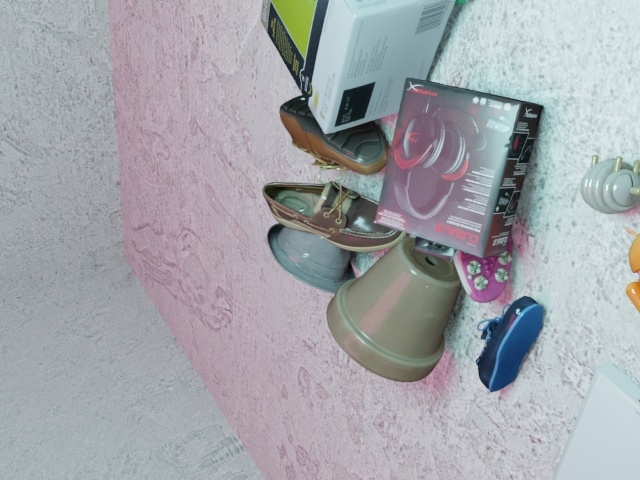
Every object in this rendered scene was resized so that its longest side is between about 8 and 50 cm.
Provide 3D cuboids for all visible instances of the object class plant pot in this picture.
[{"bbox_3d":[0.175,0.121,1.697,0.263,0.263,0.229,53,128,34],"label":"plant pot"}]

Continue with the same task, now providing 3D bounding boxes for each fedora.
[{"bbox_3d":[0.000,0.000,1.965,0.124,0.244,0.275,-61,8,19],"label":"fedora"}]

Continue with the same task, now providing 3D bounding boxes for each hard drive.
[{"bbox_3d":[0.513,0.385,1.399,0.203,0.040,0.307,46,142,41],"label":"hard drive"}]

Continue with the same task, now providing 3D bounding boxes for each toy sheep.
[{"bbox_3d":[0.439,-0.082,1.228,0.132,0.091,0.091,-146,44,-77],"label":"toy sheep"}]

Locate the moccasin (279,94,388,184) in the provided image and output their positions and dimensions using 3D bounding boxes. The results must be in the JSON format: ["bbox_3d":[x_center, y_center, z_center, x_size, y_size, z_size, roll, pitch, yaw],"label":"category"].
[{"bbox_3d":[0.028,-0.218,1.861,0.380,0.139,0.147,28,143,49],"label":"moccasin"}]

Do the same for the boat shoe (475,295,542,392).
[{"bbox_3d":[0.336,0.189,1.548,0.089,0.109,0.258,56,146,36],"label":"boat shoe"}]

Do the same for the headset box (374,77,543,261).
[{"bbox_3d":[0.230,-0.113,1.409,0.218,0.110,0.293,20,106,31],"label":"headset box"}]

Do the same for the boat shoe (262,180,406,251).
[{"bbox_3d":[0.025,-0.068,1.814,0.342,0.123,0.123,17,163,25],"label":"boat shoe"}]

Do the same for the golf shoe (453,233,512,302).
[{"bbox_3d":[0.277,-0.034,1.546,0.140,0.115,0.306,166,96,-71],"label":"golf shoe"}]

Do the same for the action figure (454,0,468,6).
[{"bbox_3d":[0.252,-0.477,1.377,0.137,0.063,0.232,62,157,19],"label":"action figure"}]

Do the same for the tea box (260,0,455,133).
[{"bbox_3d":[0.056,-0.441,1.541,0.323,0.220,0.329,62,159,22],"label":"tea box"}]

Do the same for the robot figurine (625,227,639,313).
[{"bbox_3d":[0.513,0.056,1.124,0.158,0.128,0.219,91,154,-73],"label":"robot figurine"}]
